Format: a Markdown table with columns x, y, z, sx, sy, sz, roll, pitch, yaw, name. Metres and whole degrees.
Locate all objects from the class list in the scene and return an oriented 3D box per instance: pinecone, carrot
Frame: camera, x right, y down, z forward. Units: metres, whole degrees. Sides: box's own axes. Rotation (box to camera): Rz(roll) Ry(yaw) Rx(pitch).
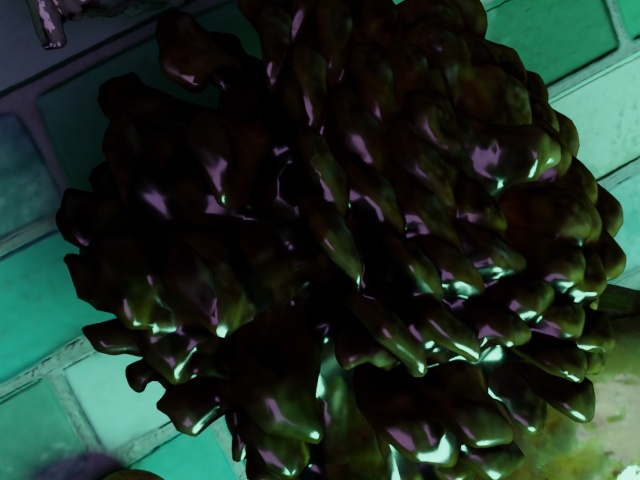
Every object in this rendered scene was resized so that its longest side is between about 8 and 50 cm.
| x | y | z | sx | sy | sz | roll | pitch | yaw | name |
| --- | --- | --- | --- | --- | --- | --- | --- | --- | --- |
| 0.000 | 0.000 | 0.959 | 0.398 | 0.398 | 0.397 | -4 | 101 | -20 | pinecone |
| 0.213 | 0.211 | 1.155 | 0.224 | 0.224 | 0.340 | -1 | 103 | -21 | carrot |

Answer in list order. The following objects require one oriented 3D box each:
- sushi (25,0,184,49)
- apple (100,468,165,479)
| x | y | z | sx | sy | sz | roll | pitch | yaw | name |
| --- | --- | --- | --- | --- | --- | --- | --- | --- | --- |
| -0.129 | -0.259 | 0.983 | 0.274 | 0.139 | 0.184 | -46 | 109 | -5 | sushi |
| -0.151 | 0.225 | 1.095 | 0.084 | 0.084 | 0.071 | -11 | 130 | -19 | apple |
